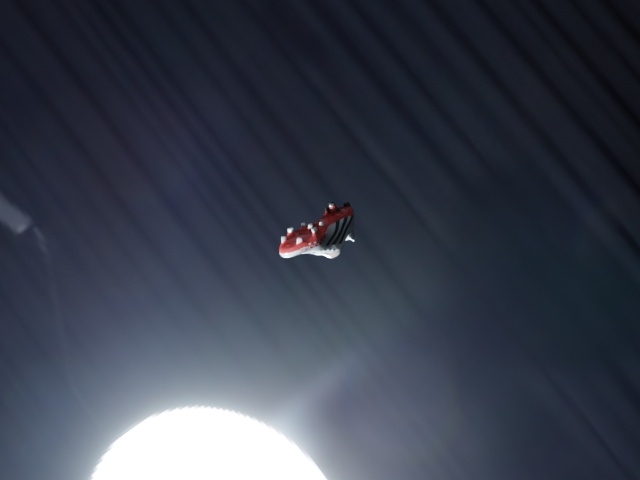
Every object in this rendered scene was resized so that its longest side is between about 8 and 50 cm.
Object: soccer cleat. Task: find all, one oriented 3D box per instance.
[{"bbox_3d":[0.000,0.000,1.034,0.029,0.036,0.083,2,-156,35],"label":"soccer cleat"}]
